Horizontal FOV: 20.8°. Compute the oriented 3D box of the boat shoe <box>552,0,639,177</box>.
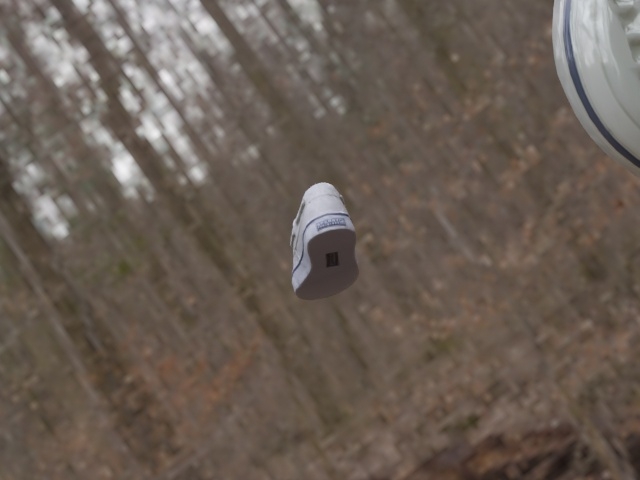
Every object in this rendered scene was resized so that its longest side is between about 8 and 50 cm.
[{"bbox_3d":[0.220,-0.185,0.857,0.156,0.186,0.500,-46,12,49],"label":"boat shoe"}]

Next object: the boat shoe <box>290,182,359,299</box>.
[{"bbox_3d":[0.000,0.000,0.919,0.035,0.035,0.100,-11,-23,-5],"label":"boat shoe"}]
